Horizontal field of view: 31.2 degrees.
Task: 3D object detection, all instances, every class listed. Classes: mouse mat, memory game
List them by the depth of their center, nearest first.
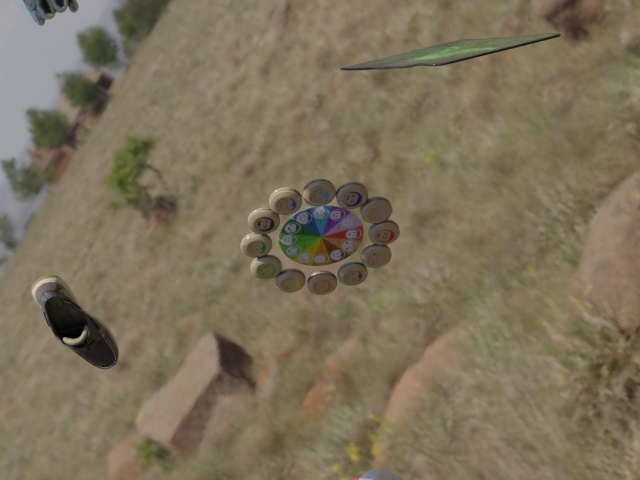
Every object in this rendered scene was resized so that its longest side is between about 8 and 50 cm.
[{"bbox_3d":[0.125,-0.188,1.141,0.152,0.007,0.189,-18,13,-26],"label":"mouse mat"},{"bbox_3d":[0.000,0.000,1.311,0.186,0.186,0.012,-50,33,33],"label":"memory game"}]

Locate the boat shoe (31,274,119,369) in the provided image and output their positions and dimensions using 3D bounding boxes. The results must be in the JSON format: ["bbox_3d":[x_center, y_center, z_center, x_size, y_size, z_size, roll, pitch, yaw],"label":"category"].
[{"bbox_3d":[-0.291,0.107,1.359,0.056,0.152,0.049,-32,35,5],"label":"boat shoe"}]

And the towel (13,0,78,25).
[{"bbox_3d":[-0.509,-0.510,1.788,0.090,0.320,0.374,-33,29,-10],"label":"towel"}]

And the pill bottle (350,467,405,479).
[{"bbox_3d":[-0.021,0.351,1.095,0.283,0.161,0.161,-33,22,16],"label":"pill bottle"}]
